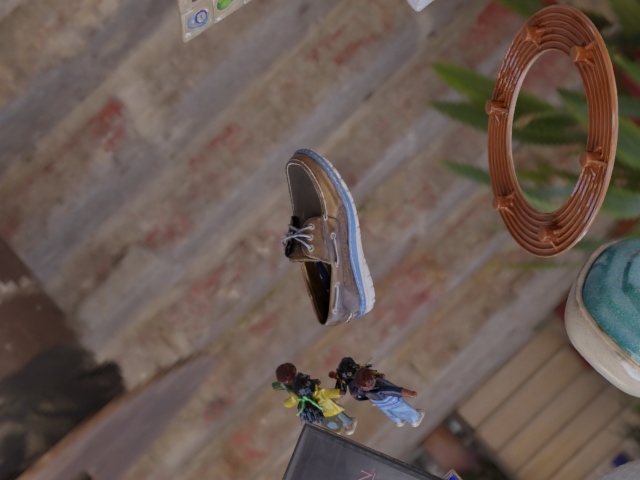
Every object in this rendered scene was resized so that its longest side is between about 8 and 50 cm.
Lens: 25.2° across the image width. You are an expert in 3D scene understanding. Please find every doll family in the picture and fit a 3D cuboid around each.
[{"bbox_3d":[0.026,0.171,1.607,0.193,0.111,0.076,-16,-134,27],"label":"doll family"}]

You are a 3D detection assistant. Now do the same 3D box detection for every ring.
[{"bbox_3d":[0.295,-0.146,1.905,0.032,0.336,0.336,0,154,-21],"label":"ring"}]

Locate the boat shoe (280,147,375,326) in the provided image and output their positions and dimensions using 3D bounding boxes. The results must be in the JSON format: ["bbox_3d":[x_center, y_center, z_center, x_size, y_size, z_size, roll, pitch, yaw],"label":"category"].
[{"bbox_3d":[0.000,0.000,1.422,0.066,0.183,0.066,-29,-166,-36],"label":"boat shoe"}]

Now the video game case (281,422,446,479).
[{"bbox_3d":[0.063,0.296,1.247,0.026,0.274,0.196,31,80,-58],"label":"video game case"}]

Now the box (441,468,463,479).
[{"bbox_3d":[0.103,0.251,1.337,0.081,0.028,0.136,-41,173,-1],"label":"box"}]

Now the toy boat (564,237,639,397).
[{"bbox_3d":[0.445,0.113,1.665,0.148,0.318,0.267,-53,172,35],"label":"toy boat"}]

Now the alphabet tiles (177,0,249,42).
[{"bbox_3d":[-0.067,-0.324,1.372,0.198,0.009,0.237,-37,151,-25],"label":"alphabet tiles"}]

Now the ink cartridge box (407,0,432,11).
[{"bbox_3d":[0.177,-0.376,1.566,0.237,0.100,0.172,-37,176,-6],"label":"ink cartridge box"}]

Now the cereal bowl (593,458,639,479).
[{"bbox_3d":[0.419,0.421,1.742,0.339,0.339,0.141,-44,145,7],"label":"cereal bowl"}]
